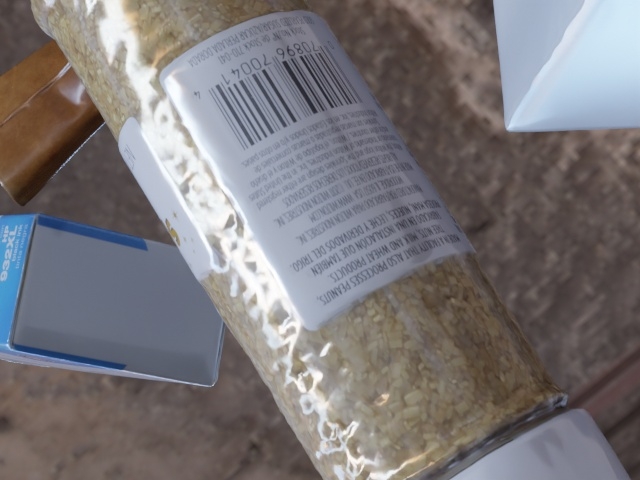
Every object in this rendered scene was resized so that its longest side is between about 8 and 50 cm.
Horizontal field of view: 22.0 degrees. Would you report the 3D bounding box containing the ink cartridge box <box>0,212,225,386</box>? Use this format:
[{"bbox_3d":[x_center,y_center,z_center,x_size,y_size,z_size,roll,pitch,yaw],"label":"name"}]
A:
[{"bbox_3d":[-0.265,0.058,1.614,0.223,0.307,0.129,14,-99,-36],"label":"ink cartridge box"}]

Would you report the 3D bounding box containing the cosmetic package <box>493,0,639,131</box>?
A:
[{"bbox_3d":[0.332,-0.285,1.143,0.327,0.393,0.329,108,158,-74],"label":"cosmetic package"}]

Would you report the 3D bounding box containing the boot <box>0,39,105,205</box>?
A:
[{"bbox_3d":[-0.245,-0.202,1.637,0.096,0.280,0.264,34,-160,-56],"label":"boot"}]

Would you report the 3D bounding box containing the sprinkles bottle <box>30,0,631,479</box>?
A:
[{"bbox_3d":[0.000,0.000,0.754,0.355,0.121,0.121,58,-155,14],"label":"sprinkles bottle"}]
